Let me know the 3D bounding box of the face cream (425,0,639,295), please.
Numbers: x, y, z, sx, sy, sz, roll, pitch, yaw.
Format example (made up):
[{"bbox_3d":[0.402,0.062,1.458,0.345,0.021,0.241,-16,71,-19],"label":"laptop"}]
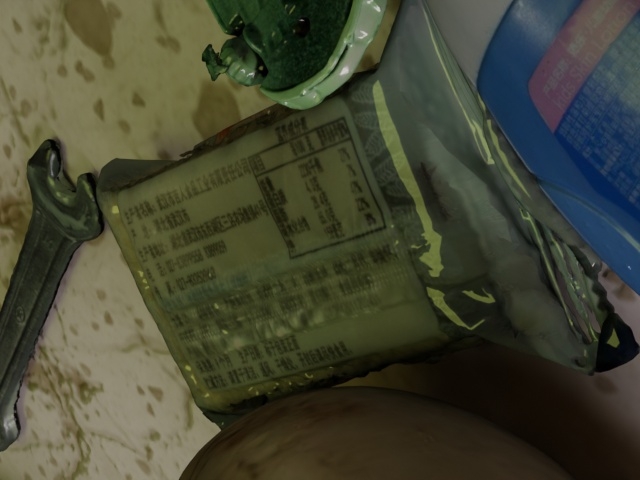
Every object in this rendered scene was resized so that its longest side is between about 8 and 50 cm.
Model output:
[{"bbox_3d":[0.134,-0.059,0.644,0.264,0.083,0.149,47,124,18],"label":"face cream"}]

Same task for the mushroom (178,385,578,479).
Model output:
[{"bbox_3d":[0.018,0.246,0.760,0.362,0.294,0.362,163,90,-79],"label":"mushroom"}]

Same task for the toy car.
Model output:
[{"bbox_3d":[-0.020,-0.132,0.765,0.093,0.058,0.186,-48,51,29],"label":"toy car"}]

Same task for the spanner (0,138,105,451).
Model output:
[{"bbox_3d":[-0.190,0.045,1.137,0.071,0.017,0.302,47,139,18],"label":"spanner"}]

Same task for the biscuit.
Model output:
[{"bbox_3d":[0.002,0.004,0.841,0.309,0.079,0.186,-23,95,50],"label":"biscuit"}]
